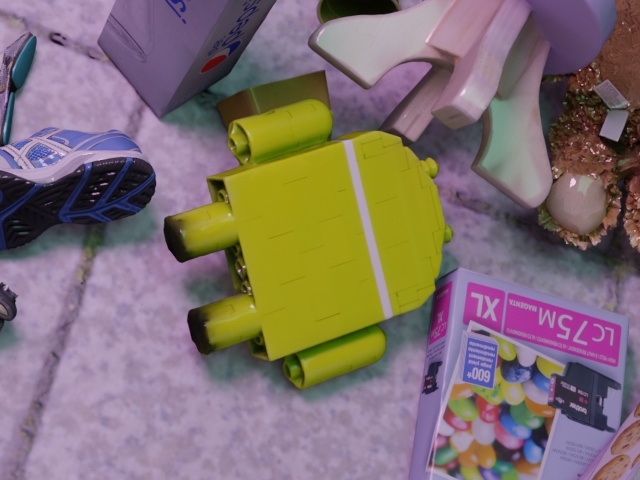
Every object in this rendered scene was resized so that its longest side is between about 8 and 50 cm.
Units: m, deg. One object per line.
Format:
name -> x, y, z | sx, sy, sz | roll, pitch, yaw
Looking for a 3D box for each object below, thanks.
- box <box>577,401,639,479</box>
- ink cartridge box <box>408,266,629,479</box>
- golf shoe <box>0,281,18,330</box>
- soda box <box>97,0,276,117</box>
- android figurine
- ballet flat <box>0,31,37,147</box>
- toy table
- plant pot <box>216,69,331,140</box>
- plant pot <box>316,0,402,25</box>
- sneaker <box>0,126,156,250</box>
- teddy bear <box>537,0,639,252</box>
box -> 0.331, 0.169, 1.422 | 0.324, 0.067, 0.063 | -40, 105, -38
ink cartridge box -> 0.177, 0.195, 1.402 | 0.186, 0.065, 0.311 | 16, 69, -15
golf shoe -> -0.341, 0.019, 1.242 | 0.198, 0.077, 0.094 | 44, 81, -14
soda box -> -0.101, -0.212, 1.302 | 0.091, 0.286, 0.098 | -37, 88, -26
android figurine -> 0.000, 0.000, 1.360 | 0.273, 0.056, 0.248 | -21, 102, -26
ballet flat -> -0.280, -0.136, 1.349 | 0.041, 0.041, 0.114 | 18, 66, -15
toy table -> 0.133, -0.163, 1.371 | 0.252, 0.274, 0.161 | 34, 81, 3
plant pot -> -0.035, -0.102, 1.410 | 0.081, 0.081, 0.083 | -17, 92, -25
plant pot -> 0.043, -0.246, 1.493 | 0.083, 0.083, 0.079 | 20, 54, -14
sneaker -> -0.250, -0.048, 1.320 | 0.211, 0.080, 0.081 | -7, 37, -14
teddy bear -> 0.301, -0.135, 1.524 | 0.245, 0.113, 0.338 | -10, 66, 0
